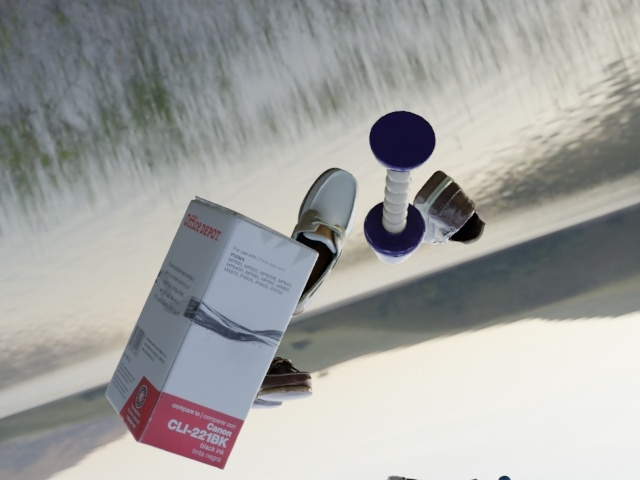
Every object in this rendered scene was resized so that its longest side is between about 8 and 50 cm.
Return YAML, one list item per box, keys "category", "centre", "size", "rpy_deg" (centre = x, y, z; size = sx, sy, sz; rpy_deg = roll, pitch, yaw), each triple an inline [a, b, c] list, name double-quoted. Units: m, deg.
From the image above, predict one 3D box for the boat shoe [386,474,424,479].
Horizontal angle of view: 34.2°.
- category: "boat shoe"
  centre: [0.168, 0.554, 1.827]
  size: [0.102, 0.301, 0.108]
  rpy_deg: [5, 134, -3]

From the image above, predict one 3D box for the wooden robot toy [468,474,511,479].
- category: "wooden robot toy"
  centre: [0.167, 0.266, 0.842]
  size: [0.076, 0.173, 0.079]
  rpy_deg: [-43, -163, 19]

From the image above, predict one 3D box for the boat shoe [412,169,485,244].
- category: "boat shoe"
  centre: [0.197, -0.024, 1.563]
  size: [0.095, 0.095, 0.257]
  rpy_deg: [-52, 166, 1]

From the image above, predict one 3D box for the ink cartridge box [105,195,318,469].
- category: "ink cartridge box"
  centre: [-0.133, 0.100, 1.224]
  size: [0.114, 0.272, 0.197]
  rpy_deg: [24, 179, -23]

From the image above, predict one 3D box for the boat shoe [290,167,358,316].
- category: "boat shoe"
  centre: [0.000, 0.000, 1.927]
  size: [0.113, 0.302, 0.103]
  rpy_deg: [23, 168, -9]

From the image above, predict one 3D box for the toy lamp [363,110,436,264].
- category: "toy lamp"
  centre: [0.090, -0.047, 1.203]
  size: [0.080, 0.080, 0.274]
  rpy_deg: [-18, 158, -7]

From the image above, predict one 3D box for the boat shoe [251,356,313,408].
- category: "boat shoe"
  centre: [-0.070, 0.216, 1.613]
  size: [0.073, 0.073, 0.207]
  rpy_deg: [10, 163, -24]
